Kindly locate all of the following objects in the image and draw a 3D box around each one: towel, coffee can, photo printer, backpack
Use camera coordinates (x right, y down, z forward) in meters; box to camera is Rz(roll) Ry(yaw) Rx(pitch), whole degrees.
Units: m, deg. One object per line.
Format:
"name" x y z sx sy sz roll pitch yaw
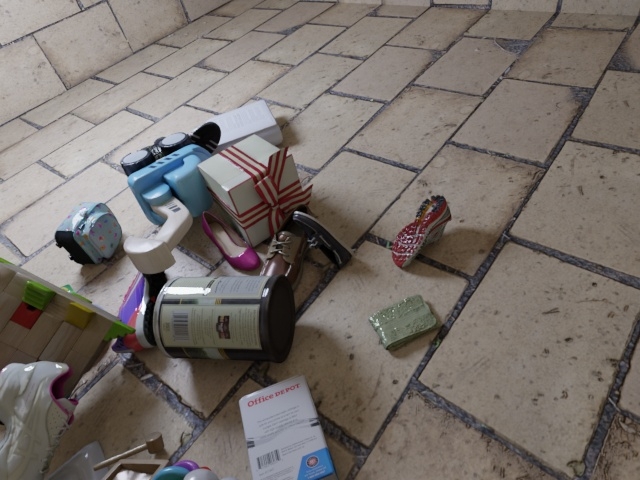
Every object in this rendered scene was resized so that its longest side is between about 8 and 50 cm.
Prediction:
"towel" 0.198 0.192 0.980 0.148 0.027 0.110 -23 45 -7
"coffee can" -0.219 0.183 0.977 0.275 0.202 0.202 -2 47 13
"photo printer" -0.329 -0.437 1.661 0.307 0.107 0.256 -22 46 -6
"backpack" -0.748 -0.034 1.348 0.144 0.166 0.189 -6 49 7

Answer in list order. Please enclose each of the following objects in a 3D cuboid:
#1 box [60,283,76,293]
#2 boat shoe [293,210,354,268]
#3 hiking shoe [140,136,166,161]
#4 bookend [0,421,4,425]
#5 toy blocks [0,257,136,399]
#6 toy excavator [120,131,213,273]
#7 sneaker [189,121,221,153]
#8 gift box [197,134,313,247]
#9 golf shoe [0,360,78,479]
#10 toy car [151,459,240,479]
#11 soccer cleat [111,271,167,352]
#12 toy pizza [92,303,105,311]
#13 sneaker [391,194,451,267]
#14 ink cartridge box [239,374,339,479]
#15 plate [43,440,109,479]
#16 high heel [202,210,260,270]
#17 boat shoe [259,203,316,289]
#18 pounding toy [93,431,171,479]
"box" -0.805 0.215 1.215 0.105 0.043 0.179 31 63 36
"boat shoe" 0.000 0.000 1.120 0.065 0.206 0.075 -55 15 -13
"hiking shoe" -0.664 -0.358 1.690 0.114 0.086 0.227 5 48 23
"bookend" -0.785 0.390 1.012 0.157 0.072 0.156 -23 54 4
"toy blocks" -0.678 0.236 0.955 0.381 0.190 0.261 31 76 -9
"toy excavator" -0.459 -0.126 1.273 0.445 0.223 0.433 26 53 39
"sneaker" -0.479 -0.363 1.552 0.281 0.106 0.163 -45 40 23
"gift box" -0.186 -0.172 1.271 0.276 0.255 0.258 -37 47 -15
"golf shoe" -0.569 0.395 0.827 0.140 0.115 0.307 -6 75 -22
"toy car" -0.233 0.465 0.734 0.159 0.182 0.136 -43 42 -2
"soccer cleat" -0.506 0.164 1.143 0.116 0.109 0.318 -18 48 3
"toy pizza" -0.681 0.268 1.136 0.201 0.032 0.201 -8 50 9
"sneaker" 0.283 -0.012 1.112 0.225 0.093 0.088 -49 33 -7
"ink cartridge box" -0.066 0.396 0.815 0.148 0.086 0.203 -20 45 -5
"plate" -0.529 0.582 0.791 0.278 0.045 0.277 -37 50 -19
"high heel" -0.270 -0.001 1.224 0.082 0.117 0.244 -36 49 -19
"boat shoe" -0.100 0.025 1.154 0.123 0.117 0.325 6 49 20
"pounding toy" -0.368 0.485 0.805 0.180 0.094 0.206 -10 14 19
